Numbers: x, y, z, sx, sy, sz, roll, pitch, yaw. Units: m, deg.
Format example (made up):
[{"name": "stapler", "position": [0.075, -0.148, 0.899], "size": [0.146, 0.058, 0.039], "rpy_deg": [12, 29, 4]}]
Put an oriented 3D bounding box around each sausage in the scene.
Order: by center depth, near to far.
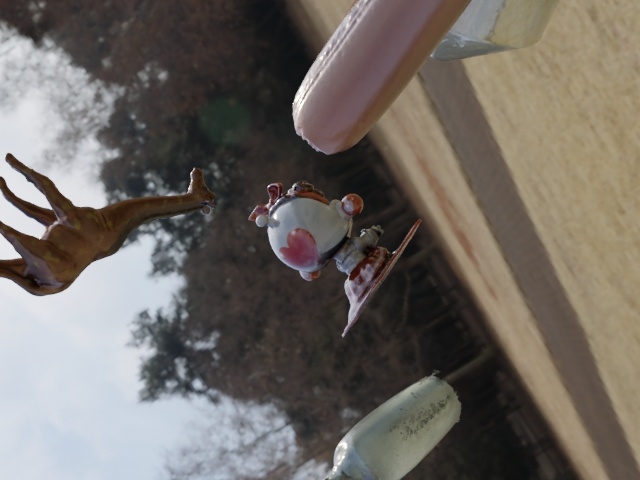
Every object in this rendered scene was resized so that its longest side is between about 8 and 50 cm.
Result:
[{"name": "sausage", "position": [0.068, -0.194, 0.906], "size": [0.086, 0.289, 0.086], "rpy_deg": [29, -150, -18]}]

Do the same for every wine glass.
[{"name": "wine glass", "position": [0.029, 0.193, 0.863], "size": [0.074, 0.262, 0.074], "rpy_deg": [27, 132, 35]}]

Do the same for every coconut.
[{"name": "coconut", "position": [0.165, -0.294, 1.078], "size": [0.202, 0.222, 0.202], "rpy_deg": [19, -145, -14]}]

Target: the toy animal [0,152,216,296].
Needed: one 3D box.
[{"name": "toy animal", "position": [-0.248, -0.026, 1.128], "size": [0.230, 0.224, 0.066], "rpy_deg": [28, 153, -14]}]

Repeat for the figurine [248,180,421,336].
[{"name": "figurine", "position": [0.000, 0.000, 1.543], "size": [0.226, 0.160, 0.183], "rpy_deg": [33, 148, 5]}]
